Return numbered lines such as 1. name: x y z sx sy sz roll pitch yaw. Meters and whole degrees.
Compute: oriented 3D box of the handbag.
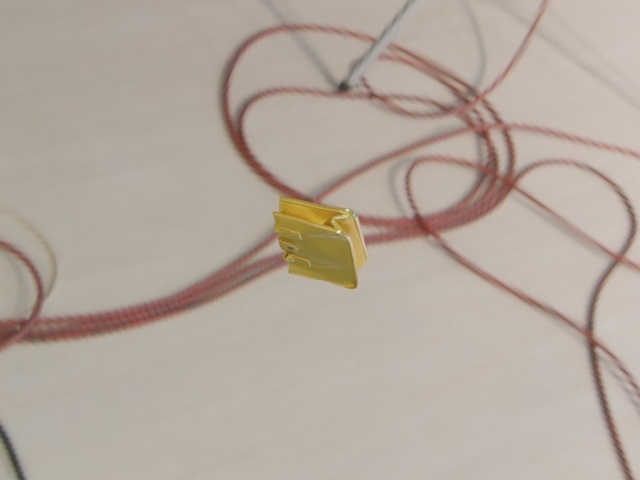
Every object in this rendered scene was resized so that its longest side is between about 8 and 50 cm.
1. handbag: 0.000 0.000 1.024 0.061 0.083 0.027 14 63 18
